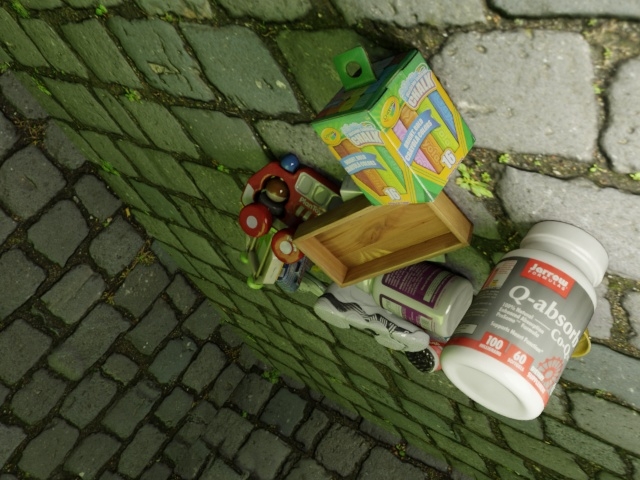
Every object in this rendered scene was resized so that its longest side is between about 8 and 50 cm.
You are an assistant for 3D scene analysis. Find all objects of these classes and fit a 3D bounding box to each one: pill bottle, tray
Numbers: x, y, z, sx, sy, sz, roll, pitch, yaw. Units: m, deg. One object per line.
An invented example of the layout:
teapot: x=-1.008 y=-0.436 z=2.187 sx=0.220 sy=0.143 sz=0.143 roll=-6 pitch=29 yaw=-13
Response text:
pill bottle: x=0.411 y=0.148 z=1.204 sx=0.210 sy=0.363 sz=0.210 roll=32 pitch=158 yaw=15
pill bottle: x=0.250 y=0.132 z=1.676 sx=0.301 sy=0.169 sz=0.169 roll=24 pitch=154 yaw=31
tray: x=0.141 y=-0.018 z=1.488 sx=0.411 sy=0.076 sz=0.203 roll=-22 pitch=123 yaw=43

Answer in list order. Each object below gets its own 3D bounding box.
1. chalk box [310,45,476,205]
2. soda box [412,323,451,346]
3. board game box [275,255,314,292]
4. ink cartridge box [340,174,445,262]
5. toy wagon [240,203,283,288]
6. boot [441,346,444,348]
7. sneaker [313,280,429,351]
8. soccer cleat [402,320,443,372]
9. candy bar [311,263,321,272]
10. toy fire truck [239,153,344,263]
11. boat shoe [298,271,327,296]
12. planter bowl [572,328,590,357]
chalk box: x=0.122 y=-0.229 z=1.154 sx=0.289 sy=0.179 sz=0.180 roll=48 pitch=155 yaw=-24
soda box: x=0.388 y=0.261 z=1.817 sx=0.083 sy=0.092 sz=0.263 roll=44 pitch=157 yaw=-17
board game box: x=-0.080 y=0.080 z=2.090 sx=0.060 sy=0.194 sz=0.194 roll=9 pitch=162 yaw=21
ink cartridge box: x=0.194 y=-0.052 z=1.552 sx=0.239 sy=0.060 sz=0.275 roll=5 pitch=145 yaw=20
toy wagon: x=-0.197 y=-0.020 z=2.017 sx=0.267 sy=0.068 sz=0.344 roll=-65 pitch=32 yaw=35
boot: x=0.446 y=0.368 z=2.014 sx=0.118 sy=0.042 sz=0.087 roll=41 pitch=164 yaw=-4
sneaker: x=0.179 y=0.192 z=1.870 sx=0.365 sy=0.210 sz=0.137 roll=19 pitch=153 yaw=14
soccer cleat: x=0.300 y=0.322 z=2.036 sx=0.116 sy=0.109 sz=0.318 roll=1 pitch=-150 yaw=-41
candy bar: x=-0.004 y=0.093 z=2.179 sx=0.040 sy=0.018 sz=0.161 roll=38 pitch=158 yaw=-10
toy fire truck: x=-0.075 y=-0.101 z=1.707 sx=0.302 sy=0.169 sz=0.254 roll=37 pitch=120 yaw=15
boat shoe: x=-0.068 y=0.164 z=2.338 sx=0.226 sy=0.076 sz=0.083 roll=37 pitch=158 yaw=1
planter bowl: x=0.538 y=0.171 z=1.418 sx=0.217 sy=0.090 sz=0.217 roll=32 pitch=157 yaw=16
